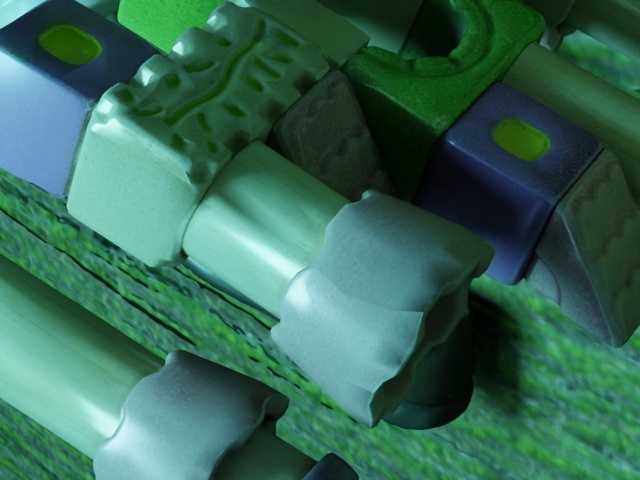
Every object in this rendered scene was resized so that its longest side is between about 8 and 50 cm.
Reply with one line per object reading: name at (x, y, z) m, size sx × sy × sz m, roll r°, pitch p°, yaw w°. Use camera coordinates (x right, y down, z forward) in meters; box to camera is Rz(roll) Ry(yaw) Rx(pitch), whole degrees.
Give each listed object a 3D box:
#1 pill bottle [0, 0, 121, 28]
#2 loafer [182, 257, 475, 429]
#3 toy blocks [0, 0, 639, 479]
pill bottle at (-0.183, -0.204, 1.024) m, size 0.117 × 0.117 × 0.215 m, roll -25°, pitch 94°, yaw 55°
loafer at (0.000, 0.000, 0.994) m, size 0.220 × 0.080 × 0.078 m, roll 38°, pitch 130°, yaw 20°
toy blocks at (0.064, -0.049, 0.644) m, size 0.260 × 0.288 × 0.309 m, roll 32°, pitch 134°, yaw 12°
